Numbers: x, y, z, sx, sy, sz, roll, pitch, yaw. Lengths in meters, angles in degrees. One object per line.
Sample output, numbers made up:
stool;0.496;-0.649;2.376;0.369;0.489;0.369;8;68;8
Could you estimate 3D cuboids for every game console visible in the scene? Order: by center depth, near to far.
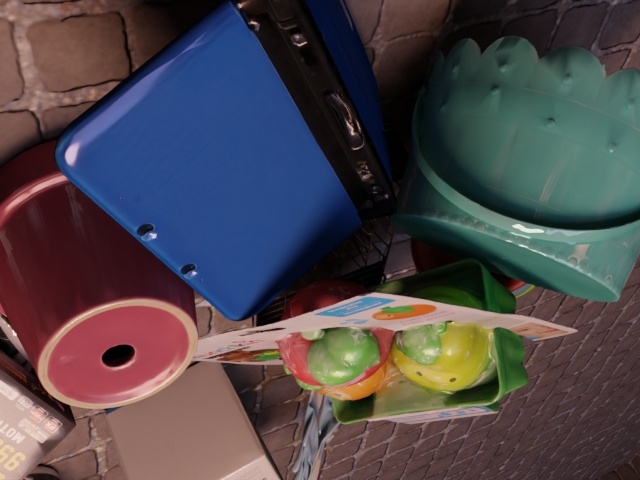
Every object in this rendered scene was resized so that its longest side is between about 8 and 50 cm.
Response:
game console;-0.056;-0.111;0.623;0.173;0.250;0.293;-14;148;13

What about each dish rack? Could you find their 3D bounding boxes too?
dish rack;0.000;0.000;0.902;0.208;0.074;0.271;-18;144;-20

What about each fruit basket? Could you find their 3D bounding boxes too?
fruit basket;0.047;0.120;0.801;0.327;0.165;0.353;-20;163;40

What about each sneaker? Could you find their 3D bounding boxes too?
sneaker;-0.320;0.115;0.783;0.077;0.072;0.178;-18;138;-5

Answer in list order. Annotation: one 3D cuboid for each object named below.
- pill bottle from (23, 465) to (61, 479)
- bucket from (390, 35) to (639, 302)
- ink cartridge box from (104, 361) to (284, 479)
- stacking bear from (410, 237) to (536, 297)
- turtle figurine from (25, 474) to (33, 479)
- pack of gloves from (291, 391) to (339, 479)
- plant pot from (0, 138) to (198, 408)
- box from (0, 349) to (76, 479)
pill bottle;-0.368;0.409;0.971;0.119;0.208;0.119;-22;144;-17
bucket;0.213;-0.063;0.770;0.281;0.281;0.183;28;81;-52
ink cartridge box;-0.161;0.310;1.054;0.171;0.168;0.232;-27;145;-10
stacking bear;0.264;0.004;1.050;0.164;0.175;0.289;-40;155;29
turtle figurine;-0.411;0.218;0.789;0.175;0.118;0.234;-29;132;-35
pack of gloves;0.009;0.288;1.142;0.046;0.232;0.195;8;151;11
plant pot;-0.193;0.038;0.667;0.201;0.180;0.201;-16;135;-17
box;-0.373;0.159;0.688;0.183;0.056;0.231;-44;119;-8
